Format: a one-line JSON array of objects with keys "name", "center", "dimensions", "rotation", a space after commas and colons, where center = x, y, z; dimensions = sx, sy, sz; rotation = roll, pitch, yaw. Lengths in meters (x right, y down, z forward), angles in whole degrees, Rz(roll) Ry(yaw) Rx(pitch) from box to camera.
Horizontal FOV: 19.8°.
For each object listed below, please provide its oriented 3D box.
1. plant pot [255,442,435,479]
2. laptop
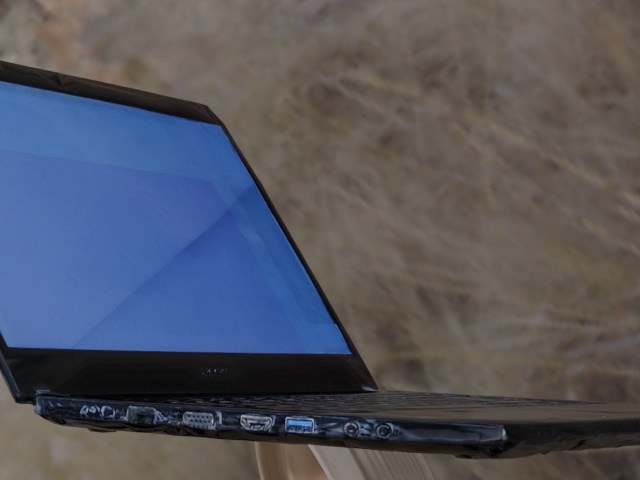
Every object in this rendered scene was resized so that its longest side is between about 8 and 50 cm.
[{"name": "plant pot", "center": [0.038, 0.241, 1.656], "dimensions": [0.109, 0.237, 0.237], "rotation": [-19, 20, -19]}, {"name": "laptop", "center": [0.000, 0.000, 0.661], "dimensions": [0.264, 0.234, 0.137], "rotation": [0, 87, 32]}]
